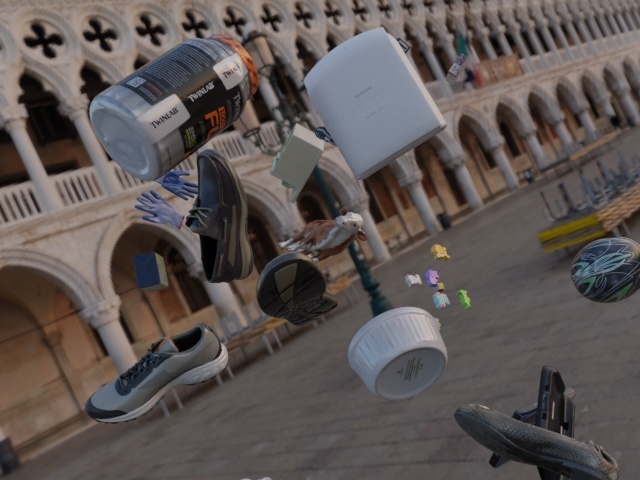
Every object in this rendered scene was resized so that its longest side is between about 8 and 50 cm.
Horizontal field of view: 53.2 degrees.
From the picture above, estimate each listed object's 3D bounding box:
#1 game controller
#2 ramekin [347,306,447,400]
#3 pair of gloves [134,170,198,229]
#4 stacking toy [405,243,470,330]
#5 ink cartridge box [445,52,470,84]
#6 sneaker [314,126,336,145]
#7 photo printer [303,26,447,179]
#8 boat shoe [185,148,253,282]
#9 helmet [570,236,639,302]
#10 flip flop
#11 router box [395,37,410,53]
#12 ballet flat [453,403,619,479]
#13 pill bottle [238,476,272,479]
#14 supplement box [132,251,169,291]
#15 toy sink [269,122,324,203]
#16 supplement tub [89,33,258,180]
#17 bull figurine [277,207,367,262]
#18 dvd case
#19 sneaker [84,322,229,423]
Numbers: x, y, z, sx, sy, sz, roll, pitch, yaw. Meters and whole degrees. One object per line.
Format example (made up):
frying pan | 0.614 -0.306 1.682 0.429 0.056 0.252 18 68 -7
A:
game controller | 0.516 0.423 1.424 0.067 0.166 0.319 -22 16 30
ramekin | 0.220 0.320 1.746 0.273 0.272 0.127 -25 42 -2
pair of gloves | -0.464 -0.135 1.944 0.023 0.159 0.198 -20 46 60
stacking toy | 0.344 0.146 1.901 0.052 0.221 0.167 2 -37 -31
ink cartridge box | 0.381 -0.481 1.771 0.062 0.029 0.115 -55 -8 -1
sneaker | 0.026 -0.313 1.958 0.040 0.109 0.044 -55 -31 -1
photo printer | 0.121 -0.340 1.552 0.256 0.307 0.107 -30 -4 14
boat shoe | -0.264 -0.050 1.616 0.130 0.355 0.132 -23 21 -37
helmet | 0.690 0.071 1.532 0.169 0.169 0.161 -26 -23 14
flip flop | -0.038 0.072 1.039 0.112 0.080 0.277 -25 -21 6
router box | 0.169 -0.497 1.809 0.133 0.046 0.179 -54 17 0
ballet flat | 0.313 0.294 0.943 0.250 0.084 0.058 11 52 44
pill bottle | -0.222 0.694 1.662 0.222 0.124 0.124 -25 0 12
supplement box | -0.429 0.081 1.623 0.056 0.083 0.083 -14 -13 0
toy sink | -0.097 -0.279 2.300 0.234 0.131 0.152 -59 11 24
supplement tub | -0.283 -0.278 1.289 0.316 0.193 0.194 -46 11 -31
bull figurine | 0.000 0.000 1.642 0.188 0.101 0.310 -29 4 -12
dvd case | 0.538 0.470 1.614 0.239 0.029 0.179 -7 -55 -38
sneaker | -0.310 0.239 1.186 0.272 0.108 0.100 -28 37 -17
